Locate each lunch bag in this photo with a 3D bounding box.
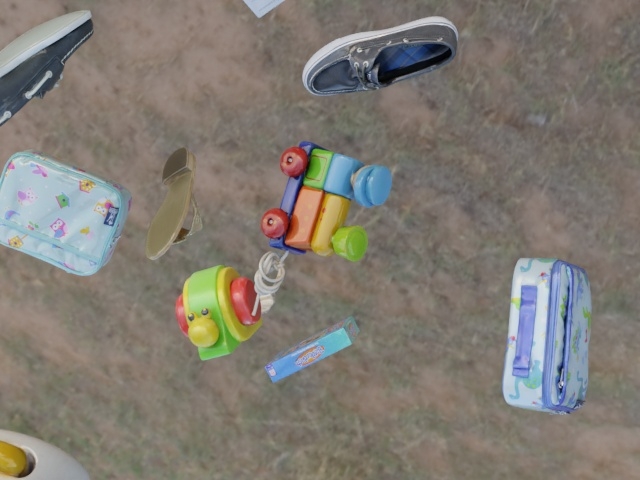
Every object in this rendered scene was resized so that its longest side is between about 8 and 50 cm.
[{"bbox_3d":[-0.558,-0.054,2.047,0.279,0.224,0.108,23,-173,-3],"label":"lunch bag"},{"bbox_3d":[0.327,0.138,1.370,0.090,0.218,0.176,1,168,32],"label":"lunch bag"}]

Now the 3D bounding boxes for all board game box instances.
[{"bbox_3d":[-0.016,0.256,2.264,0.210,0.160,0.047,-28,90,11],"label":"board game box"}]

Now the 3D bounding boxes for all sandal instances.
[{"bbox_3d":[-0.227,-0.050,1.608,0.088,0.240,0.079,-26,132,30],"label":"sandal"}]

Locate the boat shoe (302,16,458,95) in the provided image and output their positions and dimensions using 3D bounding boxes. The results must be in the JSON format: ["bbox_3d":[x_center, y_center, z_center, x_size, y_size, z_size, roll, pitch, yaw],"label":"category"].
[{"bbox_3d":[0.083,-0.244,1.331,0.229,0.076,0.080,-13,128,10],"label":"boat shoe"}]

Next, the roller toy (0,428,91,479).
[{"bbox_3d":[-0.422,0.348,1.306,0.191,0.146,0.209,-21,131,41],"label":"roller toy"}]

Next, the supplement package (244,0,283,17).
[{"bbox_3d":[-0.113,-0.513,1.386,0.175,0.177,0.293,-29,126,21],"label":"supplement package"}]

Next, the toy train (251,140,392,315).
[{"bbox_3d":[0.000,0.000,1.272,0.143,0.248,0.105,15,177,39],"label":"toy train"}]

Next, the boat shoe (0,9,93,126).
[{"bbox_3d":[-0.468,-0.261,1.506,0.114,0.302,0.091,13,137,49],"label":"boat shoe"}]

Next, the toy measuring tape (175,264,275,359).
[{"bbox_3d":[-0.132,0.081,1.404,0.122,0.330,0.121,2,101,11],"label":"toy measuring tape"}]
